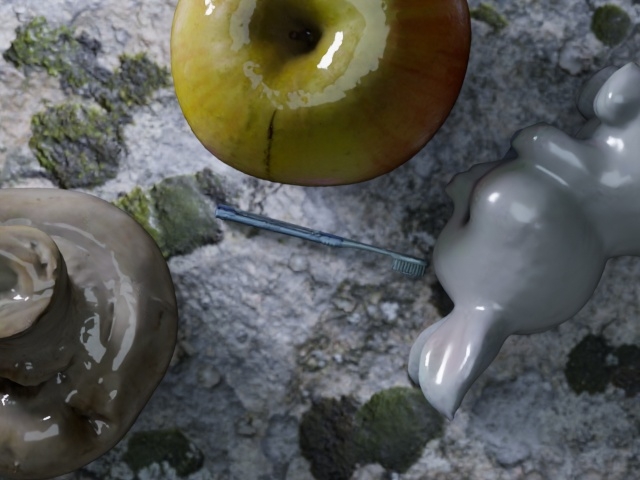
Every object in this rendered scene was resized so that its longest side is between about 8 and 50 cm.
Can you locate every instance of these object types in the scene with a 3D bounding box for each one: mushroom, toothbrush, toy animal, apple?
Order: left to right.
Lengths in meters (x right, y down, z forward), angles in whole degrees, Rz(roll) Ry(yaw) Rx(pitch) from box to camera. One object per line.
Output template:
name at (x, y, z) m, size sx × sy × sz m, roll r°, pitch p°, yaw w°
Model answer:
mushroom at (-0.283, 0.082, 1.727) m, size 0.293 × 0.290 × 0.292 m, roll 0°, pitch 85°, yaw 3°
apple at (-0.001, -0.180, 1.741) m, size 0.286 × 0.233 × 0.286 m, roll 0°, pitch 91°, yaw 7°
toothbrush at (0.000, 0.000, 1.848) m, size 0.219 × 0.016 × 0.019 m, roll 16°, pitch 99°, yaw 2°
toy animal at (0.227, 0.013, 1.747) m, size 0.368 × 0.196 × 0.241 m, roll -36°, pitch 89°, yaw 0°
